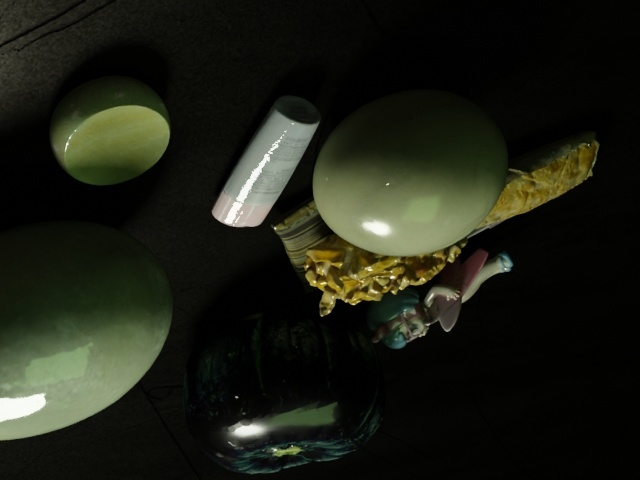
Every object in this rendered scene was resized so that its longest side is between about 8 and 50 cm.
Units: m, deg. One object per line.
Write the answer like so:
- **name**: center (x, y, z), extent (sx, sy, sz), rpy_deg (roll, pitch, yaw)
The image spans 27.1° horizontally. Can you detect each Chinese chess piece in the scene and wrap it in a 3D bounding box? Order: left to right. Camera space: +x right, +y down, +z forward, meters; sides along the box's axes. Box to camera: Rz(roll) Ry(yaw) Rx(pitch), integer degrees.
- **Chinese chess piece**: center (-0.250, -0.130, 1.574), extent (0.144, 0.058, 0.144), rpy_deg (-18, 143, -14)

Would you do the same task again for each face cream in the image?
- **face cream**: center (-0.070, -0.101, 1.745), extent (0.084, 0.057, 0.198), rpy_deg (2, 137, -37)

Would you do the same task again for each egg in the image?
- **egg**: center (-0.352, 0.109, 1.632), extent (0.352, 0.258, 0.258), rpy_deg (-22, 146, -5)
- **egg**: center (0.120, -0.088, 1.755), extent (0.269, 0.219, 0.219), rpy_deg (-18, 145, -9)

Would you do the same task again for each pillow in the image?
- **pillow**: center (0.000, 0.000, 1.942), extent (0.113, 0.038, 0.203), rpy_deg (-32, 147, -6)

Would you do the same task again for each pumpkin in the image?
- **pumpkin**: center (-0.054, 0.218, 2.020), extent (0.315, 0.238, 0.315), rpy_deg (-7, 150, -4)

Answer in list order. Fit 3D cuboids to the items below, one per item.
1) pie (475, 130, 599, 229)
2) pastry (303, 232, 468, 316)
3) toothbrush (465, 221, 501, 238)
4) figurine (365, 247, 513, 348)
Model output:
- **pie**: center (0.312, -0.086, 2.037), extent (0.282, 0.068, 0.128), rpy_deg (-24, 147, -15)
- **pastry**: center (0.091, 0.022, 1.890), extent (0.250, 0.154, 0.102), rpy_deg (-27, 126, -38)
- **toothbrush**: center (0.285, -0.036, 2.124), extent (0.194, 0.014, 0.017), rpy_deg (-28, 146, -2)
- **figurine**: center (0.187, 0.085, 2.157), extent (0.260, 0.103, 0.205), rpy_deg (-29, -178, -4)
